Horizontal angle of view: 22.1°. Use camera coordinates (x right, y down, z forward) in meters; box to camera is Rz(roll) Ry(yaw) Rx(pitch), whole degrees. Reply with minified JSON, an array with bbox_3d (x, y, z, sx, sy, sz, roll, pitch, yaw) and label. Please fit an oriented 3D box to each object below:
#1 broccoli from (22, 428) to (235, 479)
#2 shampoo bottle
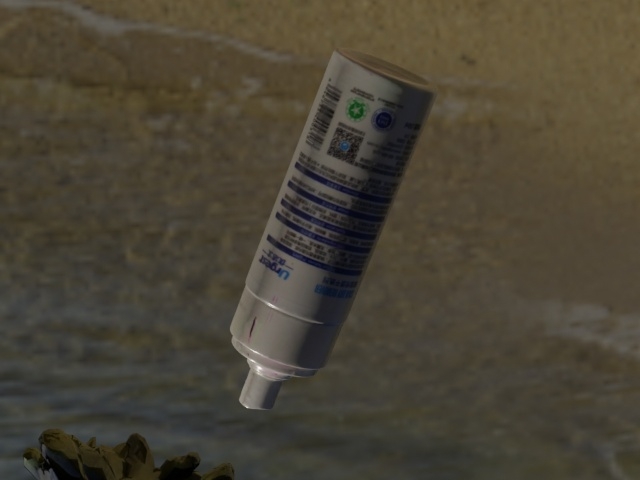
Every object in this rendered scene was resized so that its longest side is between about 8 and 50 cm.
[{"bbox_3d":[-0.121,0.251,0.719,0.324,0.334,0.272,13,159,6],"label":"broccoli"},{"bbox_3d":[0.000,0.000,1.326,0.092,0.303,0.092,19,-166,-5],"label":"shampoo bottle"}]
